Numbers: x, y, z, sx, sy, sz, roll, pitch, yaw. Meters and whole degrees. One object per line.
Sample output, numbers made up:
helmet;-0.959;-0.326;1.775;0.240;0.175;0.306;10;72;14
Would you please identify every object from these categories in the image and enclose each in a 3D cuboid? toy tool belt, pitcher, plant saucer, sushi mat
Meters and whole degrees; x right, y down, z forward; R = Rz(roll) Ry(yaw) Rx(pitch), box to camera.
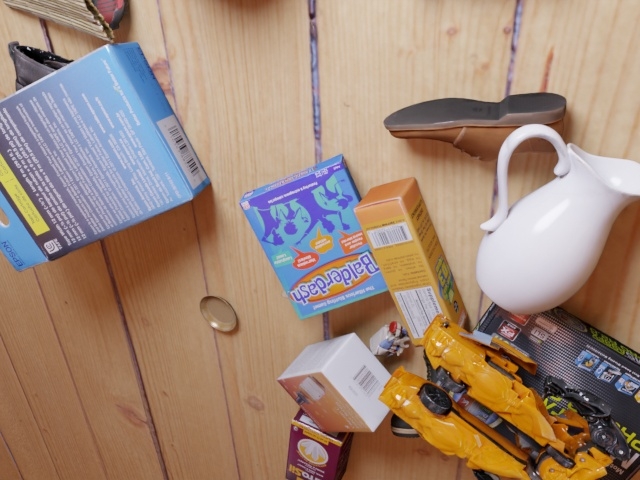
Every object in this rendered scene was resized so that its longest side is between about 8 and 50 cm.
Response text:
toy tool belt;0.118;0.158;0.912;0.051;0.052;0.083;18;137;-20
pitcher;0.253;-0.022;0.664;0.178;0.125;0.207;27;123;-5
plant saucer;-0.193;0.136;1.089;0.084;0.015;0.083;14;125;22
sushi mat;-0.422;-0.375;0.813;0.317;0.019;0.151;27;159;32

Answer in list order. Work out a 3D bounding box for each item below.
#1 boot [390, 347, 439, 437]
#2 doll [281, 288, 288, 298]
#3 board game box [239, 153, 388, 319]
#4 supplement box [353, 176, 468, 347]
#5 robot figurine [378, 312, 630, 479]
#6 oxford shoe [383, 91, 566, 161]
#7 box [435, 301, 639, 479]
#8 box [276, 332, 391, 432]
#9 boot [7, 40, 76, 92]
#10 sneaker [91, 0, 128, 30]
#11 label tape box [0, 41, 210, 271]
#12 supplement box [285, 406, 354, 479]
boot;0.175;0.227;0.909;0.198;0.077;0.137;-29;98;25
doll;-0.028;0.005;0.896;0.129;0.046;0.188;10;117;24
board game box;0.000;0.000;0.837;0.160;0.047;0.210;-21;110;13
supplement box;0.132;0.034;0.804;0.080;0.078;0.233;-12;112;31
robot figurine;0.236;0.232;0.737;0.291;0.085;0.211;35;113;8
oxford shoe;0.178;-0.128;0.684;0.213;0.076;0.076;6;131;26
box;0.319;0.213;0.782;0.270;0.060;0.216;32;111;9
box;0.029;0.242;0.950;0.130;0.091;0.170;49;147;-6
boot;-0.436;-0.196;0.980;0.263;0.091;0.228;27;122;6
sneaker;-0.352;-0.417;0.764;0.098;0.135;0.275;5;122;25
label tape box;-0.391;-0.125;0.907;0.348;0.115;0.249;-21;109;15
supplement box;0.000;0.398;1.098;0.104;0.081;0.188;20;126;18
